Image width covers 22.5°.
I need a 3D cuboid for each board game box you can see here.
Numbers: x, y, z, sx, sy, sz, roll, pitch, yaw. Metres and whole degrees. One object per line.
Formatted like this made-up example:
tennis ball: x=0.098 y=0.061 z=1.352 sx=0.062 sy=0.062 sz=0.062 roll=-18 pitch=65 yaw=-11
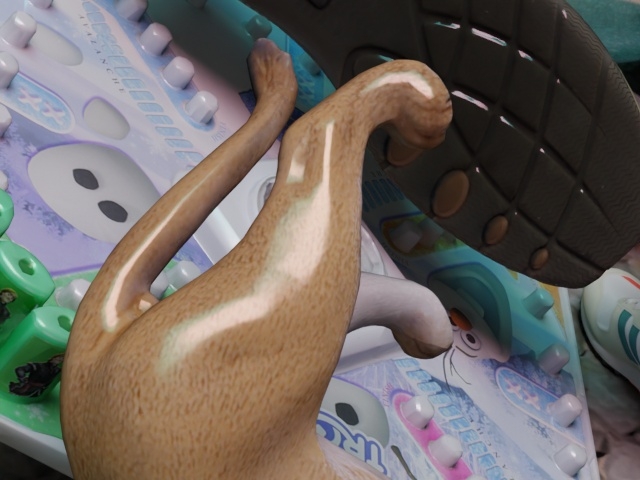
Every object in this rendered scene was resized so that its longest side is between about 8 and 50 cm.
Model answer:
board game box: x=0.000 y=0.000 z=0.782 sx=0.390 sy=0.050 sz=0.390 roll=32 pitch=32 yaw=-22

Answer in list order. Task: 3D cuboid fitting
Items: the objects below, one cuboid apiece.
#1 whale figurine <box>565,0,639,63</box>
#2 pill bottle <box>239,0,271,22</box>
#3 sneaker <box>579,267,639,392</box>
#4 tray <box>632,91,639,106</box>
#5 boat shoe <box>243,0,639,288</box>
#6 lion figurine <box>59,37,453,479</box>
whale figurine: x=0.185 y=-0.165 z=1.088 sx=0.216 sy=0.141 sz=0.272 roll=-17 pitch=37 yaw=-37
pill bottle: x=-0.119 y=-0.195 z=1.009 sx=0.318 sy=0.176 sz=0.176 roll=-10 pitch=44 yaw=-29
sneaker: x=0.198 y=0.057 z=0.889 sx=0.057 sy=0.075 sz=0.161 roll=-1 pitch=41 yaw=-20
tray: x=0.145 y=-0.088 z=0.997 sx=0.270 sy=0.030 sz=0.145 roll=21 pitch=28 yaw=-38
boat shoe: x=0.047 y=-0.118 z=0.818 sx=0.324 sy=0.122 sz=0.120 roll=46 pitch=16 yaw=-3
lion figurine: x=0.008 y=0.123 z=0.550 sx=0.240 sy=0.142 sz=0.392 roll=-29 pitch=77 yaw=-31
